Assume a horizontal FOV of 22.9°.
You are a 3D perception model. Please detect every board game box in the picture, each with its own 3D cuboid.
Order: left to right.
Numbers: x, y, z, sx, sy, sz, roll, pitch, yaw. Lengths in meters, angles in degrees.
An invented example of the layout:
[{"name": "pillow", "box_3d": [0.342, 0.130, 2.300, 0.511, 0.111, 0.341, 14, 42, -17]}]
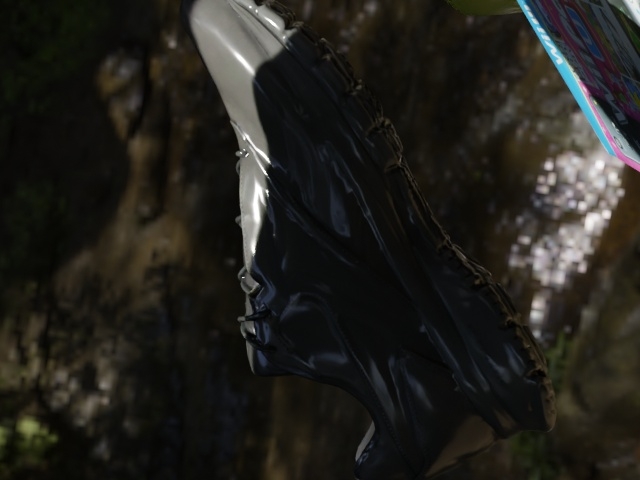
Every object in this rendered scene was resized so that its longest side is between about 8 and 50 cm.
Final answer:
[{"name": "board game box", "box_3d": [0.209, -0.131, 0.951, 0.224, 0.097, 0.303, 56, -178, -17]}]

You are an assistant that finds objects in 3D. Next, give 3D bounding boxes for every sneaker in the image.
[{"name": "sneaker", "box_3d": [0.000, 0.000, 0.799, 0.286, 0.130, 0.109, 58, -172, 2]}]

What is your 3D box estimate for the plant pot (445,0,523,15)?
[{"name": "plant pot", "box_3d": [0.207, -0.312, 1.321, 0.228, 0.207, 0.227, -1, -89, -76]}]
